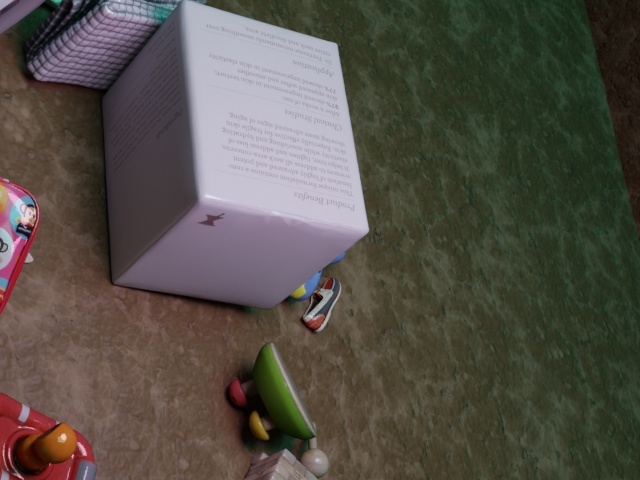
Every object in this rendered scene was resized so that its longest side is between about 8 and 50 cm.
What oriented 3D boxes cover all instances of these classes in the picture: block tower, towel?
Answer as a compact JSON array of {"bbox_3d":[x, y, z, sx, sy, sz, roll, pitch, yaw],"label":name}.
[{"bbox_3d":[-0.106,0.489,2.003,0.091,0.097,0.335,46,38,-18],"label":"block tower"},{"bbox_3d":[-0.361,-0.370,2.178,0.284,0.235,0.121,-1,63,-50],"label":"towel"}]

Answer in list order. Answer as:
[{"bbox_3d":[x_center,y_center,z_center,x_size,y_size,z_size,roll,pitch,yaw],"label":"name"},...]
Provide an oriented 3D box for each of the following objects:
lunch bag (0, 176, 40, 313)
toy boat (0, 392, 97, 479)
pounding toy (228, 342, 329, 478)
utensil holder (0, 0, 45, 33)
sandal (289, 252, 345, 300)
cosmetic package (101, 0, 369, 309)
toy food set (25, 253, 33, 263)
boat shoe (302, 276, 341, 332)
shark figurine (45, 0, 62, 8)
[{"bbox_3d":[-0.568,0.003,1.728,0.293,0.120,0.258,24,78,-19],"label":"lunch bag"},{"bbox_3d":[-0.404,0.299,1.747,0.231,0.151,0.151,34,44,-30],"label":"toy boat"},{"bbox_3d":[-0.083,0.302,2.145,0.183,0.110,0.237,-118,-177,-65],"label":"pounding toy"},{"bbox_3d":[-0.609,-0.502,1.914,0.385,0.327,0.327,53,38,-10],"label":"utensil holder"},{"bbox_3d":[0.000,0.000,2.431,0.138,0.126,0.317,43,42,-27],"label":"sandal"},{"bbox_3d":[-0.160,-0.138,2.136,0.329,0.327,0.393,12,57,-33],"label":"cosmetic package"},{"bbox_3d":[-0.527,0.002,1.873,0.218,0.071,0.128,-29,89,-53],"label":"toy food set"},{"bbox_3d":[0.002,0.119,2.411,0.043,0.049,0.137,41,46,-19],"label":"boat shoe"},{"bbox_3d":[-0.454,-0.468,2.275,0.278,0.166,0.116,-1,39,-30],"label":"shark figurine"}]
